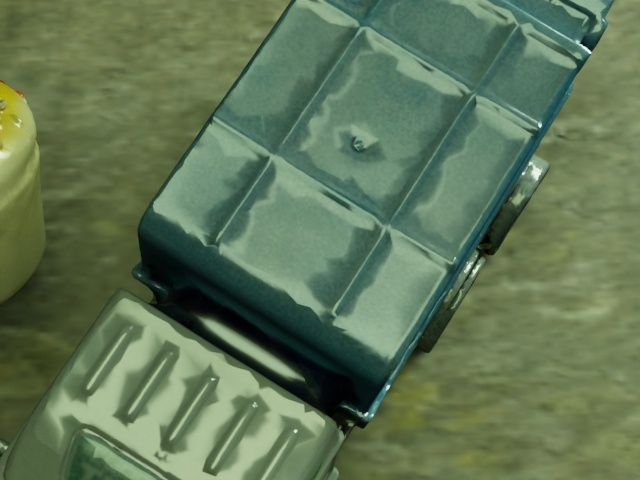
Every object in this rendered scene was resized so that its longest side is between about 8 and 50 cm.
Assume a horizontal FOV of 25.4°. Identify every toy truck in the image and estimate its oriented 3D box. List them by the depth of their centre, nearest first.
[{"bbox_3d":[0.000,0.000,0.641,0.146,0.175,0.367,30,75,6],"label":"toy truck"}]

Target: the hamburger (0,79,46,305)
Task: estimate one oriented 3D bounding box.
[{"bbox_3d":[-0.229,-0.013,0.652,0.210,0.173,0.116,-14,110,-5],"label":"hamburger"}]
